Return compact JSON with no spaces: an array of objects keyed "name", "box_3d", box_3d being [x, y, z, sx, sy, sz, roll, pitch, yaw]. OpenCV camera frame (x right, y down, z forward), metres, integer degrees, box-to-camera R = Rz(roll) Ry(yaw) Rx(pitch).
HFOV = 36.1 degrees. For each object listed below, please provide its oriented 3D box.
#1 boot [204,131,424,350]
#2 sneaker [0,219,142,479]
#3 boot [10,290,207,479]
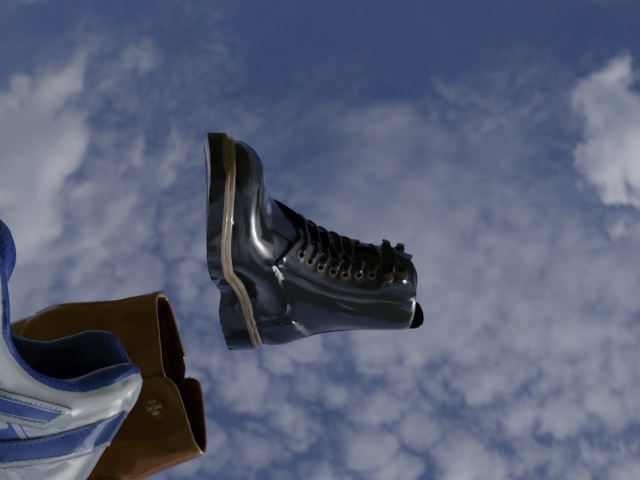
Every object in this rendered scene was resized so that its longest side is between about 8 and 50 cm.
[{"name":"boot","box_3d":[0.000,0.000,0.619,0.137,0.198,0.076,-3,-120,1]},{"name":"sneaker","box_3d":[-0.201,0.019,0.404,0.131,0.296,0.112,-49,-141,-7]},{"name":"boot","box_3d":[-0.194,0.197,0.812,0.211,0.104,0.294,-10,-97,13]}]
